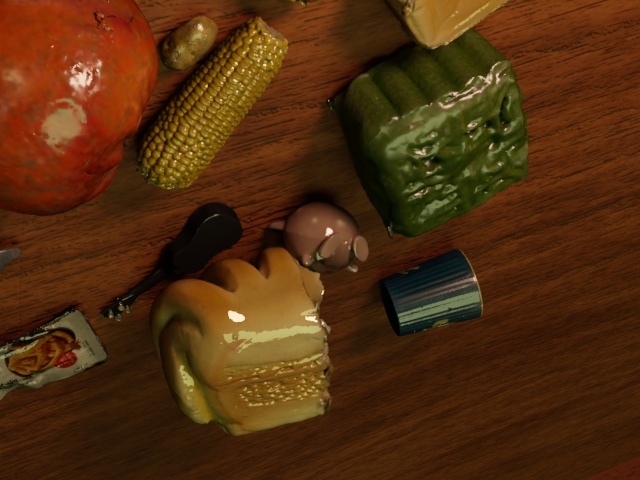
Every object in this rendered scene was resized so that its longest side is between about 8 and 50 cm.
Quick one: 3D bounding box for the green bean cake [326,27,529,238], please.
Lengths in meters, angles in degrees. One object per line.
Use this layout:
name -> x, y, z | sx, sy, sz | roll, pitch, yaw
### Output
green bean cake -> 0.167, -0.152, 1.356 | 0.247, 0.156, 0.250 | -27, 142, -5

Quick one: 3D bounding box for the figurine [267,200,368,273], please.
figurine -> 0.000, 0.000, 1.450 | 0.125, 0.138, 0.125 | -9, 104, -38

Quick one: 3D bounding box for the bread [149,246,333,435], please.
bread -> -0.121, 0.150, 1.442 | 0.270, 0.211, 0.315 | -11, 132, -6

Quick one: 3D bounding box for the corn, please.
corn -> -0.142, -0.171, 1.197 | 0.091, 0.091, 0.260 | 37, 107, -13

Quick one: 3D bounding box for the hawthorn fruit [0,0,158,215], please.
hawthorn fruit -> -0.334, -0.160, 0.973 | 0.307, 0.276, 0.276 | 8, 130, -20

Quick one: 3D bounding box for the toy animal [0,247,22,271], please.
toy animal -> -0.590, 0.087, 1.208 | 0.367, 0.081, 0.206 | -33, 153, 6

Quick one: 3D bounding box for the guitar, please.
guitar -> -0.232, 0.044, 1.422 | 0.271, 0.038, 0.084 | -40, 139, 13

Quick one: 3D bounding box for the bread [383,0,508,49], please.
bread -> 0.189, -0.358, 1.178 | 0.241, 0.107, 0.136 | -36, 144, 9

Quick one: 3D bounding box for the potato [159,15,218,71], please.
potato -> -0.162, -0.242, 1.144 | 0.083, 0.040, 0.051 | -40, 153, 15

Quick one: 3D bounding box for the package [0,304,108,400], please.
package -> -0.461, 0.192, 1.452 | 0.239, 0.030, 0.154 | -23, 143, -8

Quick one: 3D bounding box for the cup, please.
cup -> 0.194, 0.104, 1.698 | 0.155, 0.131, 0.176 | -17, 166, -8

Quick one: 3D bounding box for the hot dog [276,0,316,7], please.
hot dog -> -0.052, -0.356, 1.059 | 0.104, 0.076, 0.250 | -32, 140, 3
